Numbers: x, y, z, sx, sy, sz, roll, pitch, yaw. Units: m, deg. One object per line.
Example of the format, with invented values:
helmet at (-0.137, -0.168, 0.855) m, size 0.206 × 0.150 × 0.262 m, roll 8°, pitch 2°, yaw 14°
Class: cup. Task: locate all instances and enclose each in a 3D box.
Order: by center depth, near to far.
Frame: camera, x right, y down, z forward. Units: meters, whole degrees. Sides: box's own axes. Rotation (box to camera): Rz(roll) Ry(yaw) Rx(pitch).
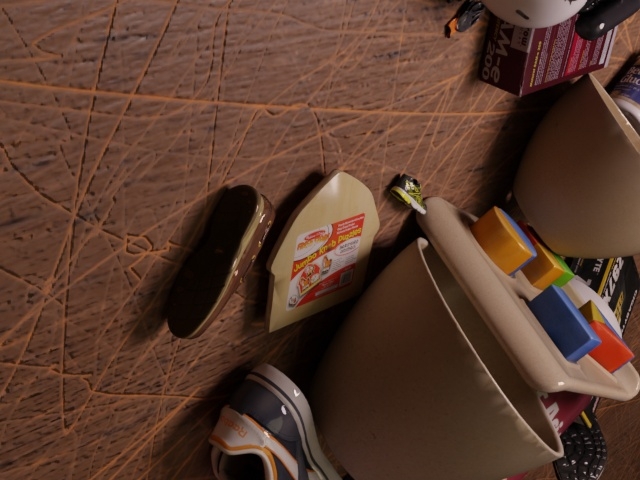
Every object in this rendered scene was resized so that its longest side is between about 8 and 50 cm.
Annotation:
cup at (0.127, 0.198, 1.298) m, size 0.237 × 0.331 × 0.331 m, roll -35°, pitch 148°, yaw 11°

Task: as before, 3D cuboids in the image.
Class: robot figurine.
robot figurine at (0.297, -0.368, 1.178) m, size 0.278 × 0.209 × 0.174 m, roll -39°, pitch 153°, yaw -29°

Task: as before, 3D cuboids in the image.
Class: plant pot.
plant pot at (0.404, -0.081, 1.485) m, size 0.191 × 0.284 × 0.284 m, roll -36°, pitch 152°, yaw 20°

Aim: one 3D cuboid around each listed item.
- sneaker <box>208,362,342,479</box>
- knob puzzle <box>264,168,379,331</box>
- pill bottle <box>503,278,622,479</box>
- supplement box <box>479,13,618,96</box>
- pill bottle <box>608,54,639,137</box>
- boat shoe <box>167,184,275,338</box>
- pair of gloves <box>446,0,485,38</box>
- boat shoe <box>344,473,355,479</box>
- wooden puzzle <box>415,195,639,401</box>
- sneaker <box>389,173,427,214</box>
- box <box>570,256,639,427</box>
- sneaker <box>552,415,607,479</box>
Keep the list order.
sneaker at (-0.058, 0.299, 1.264) m, size 0.127 × 0.126 × 0.321 m, roll -46°, pitch 136°, yaw -26°
knob puzzle at (0.000, 0.000, 1.198) m, size 0.213 × 0.030 × 0.213 m, roll -31°, pitch 137°, yaw -35°
pill bottle at (0.296, 0.238, 1.581) m, size 0.392 × 0.224 × 0.224 m, roll -39°, pitch 141°, yaw -29°
supplement box at (0.324, -0.289, 1.363) m, size 0.239 × 0.073 × 0.130 m, roll -22°, pitch 130°, yaw -43°
pill bottle at (0.550, -0.256, 1.659) m, size 0.169 × 0.094 × 0.094 m, roll -50°, pitch 145°, yaw -16°
boat shoe at (-0.101, 0.029, 1.060) m, size 0.060 × 0.064 × 0.178 m, roll 30°, pitch 87°, yaw -54°
pair of gloves at (0.181, -0.298, 1.228) m, size 0.074 × 0.010 × 0.083 m, roll -40°, pitch 142°, yaw -27°
boat shoe at (0.024, 0.482, 1.512) m, size 0.307 × 0.110 × 0.104 m, roll -43°, pitch 141°, yaw -24°
wooden puzzle at (0.318, 0.075, 1.409) m, size 0.080 × 0.322 × 0.348 m, roll -44°, pitch 150°, yaw 23°
sneaker at (0.124, -0.061, 1.311) m, size 0.035 × 0.031 × 0.083 m, roll -60°, pitch 146°, yaw -1°
box at (0.511, 0.164, 1.879) m, size 0.257 × 0.079 × 0.322 m, roll 47°, pitch 63°, yaw -53°
sneaker at (0.504, 0.409, 1.987) m, size 0.283 × 0.107 × 0.124 m, roll -76°, pitch 175°, yaw -50°
